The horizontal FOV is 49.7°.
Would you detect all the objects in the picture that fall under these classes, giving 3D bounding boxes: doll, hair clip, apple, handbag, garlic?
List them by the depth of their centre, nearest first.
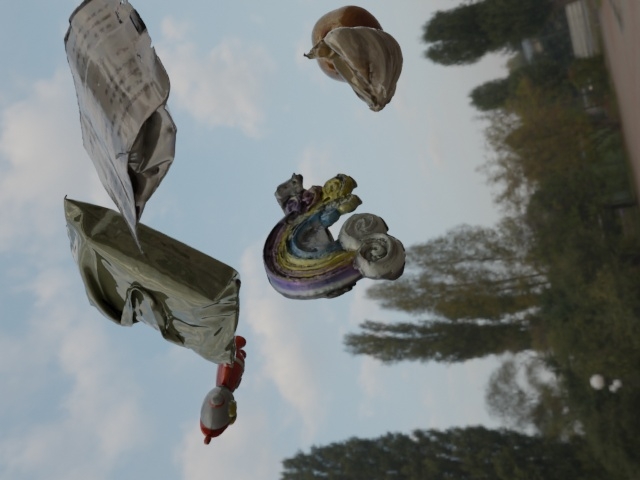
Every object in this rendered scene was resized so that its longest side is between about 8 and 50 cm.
[{"bbox_3d":[0.000,0.000,0.624,0.049,0.116,0.172,47,-172,-38],"label":"hair clip"},{"bbox_3d":[0.050,-0.192,0.745,0.094,0.074,0.113,52,-153,17],"label":"garlic"},{"bbox_3d":[-0.270,0.077,1.116,0.253,0.315,0.109,100,-164,-51],"label":"handbag"},{"bbox_3d":[0.048,-0.323,1.146,0.102,0.126,0.126,-38,-66,-65],"label":"apple"},{"bbox_3d":[-0.205,0.322,1.475,0.142,0.076,0.245,96,-176,-47],"label":"doll"}]

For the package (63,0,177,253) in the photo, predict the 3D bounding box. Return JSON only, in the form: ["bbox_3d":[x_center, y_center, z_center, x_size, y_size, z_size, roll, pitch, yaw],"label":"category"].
[{"bbox_3d":[-0.228,-0.134,0.758,0.062,0.251,0.204,-10,-127,-33],"label":"package"}]
